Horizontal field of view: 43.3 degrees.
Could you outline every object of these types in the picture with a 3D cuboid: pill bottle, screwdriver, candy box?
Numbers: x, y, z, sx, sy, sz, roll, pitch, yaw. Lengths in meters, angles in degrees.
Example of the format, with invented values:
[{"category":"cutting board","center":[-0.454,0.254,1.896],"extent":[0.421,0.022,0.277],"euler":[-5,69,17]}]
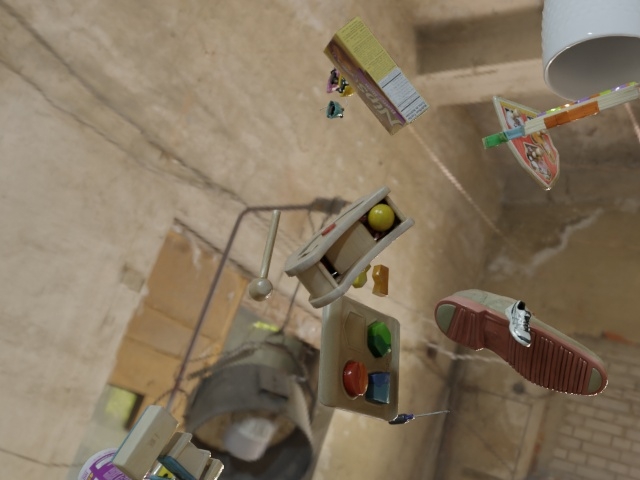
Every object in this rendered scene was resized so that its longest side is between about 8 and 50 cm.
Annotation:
[{"category":"pill bottle","center":[-0.469,0.641,1.975],"extent":[0.169,0.169,0.301],"euler":[32,-9,-37]},{"category":"screwdriver","center":[0.217,0.385,1.781],"extent":[0.170,0.025,0.024],"euler":[-23,-71,37]},{"category":"candy box","center":[0.089,-0.266,1.322],"extent":[0.186,0.053,0.109],"euler":[52,-10,-5]}]

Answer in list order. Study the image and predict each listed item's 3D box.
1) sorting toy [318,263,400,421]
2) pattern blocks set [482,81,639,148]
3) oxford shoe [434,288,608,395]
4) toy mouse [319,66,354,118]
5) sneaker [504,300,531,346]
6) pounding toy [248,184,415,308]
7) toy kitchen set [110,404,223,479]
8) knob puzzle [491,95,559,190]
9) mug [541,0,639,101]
[{"category":"sorting toy","center":[0.087,0.178,1.546],"extent":[0.041,0.307,0.229],"euler":[-12,-24,37]},{"category":"pattern blocks set","center":[0.405,-0.203,1.217],"extent":[0.325,0.026,0.285],"euler":[-18,3,20]},{"category":"oxford shoe","center":[0.447,0.196,1.741],"extent":[0.397,0.146,0.140],"euler":[28,-51,32]},{"category":"toy mouse","center":[0.037,-0.311,1.715],"extent":[0.031,0.161,0.143],"euler":[7,-28,-20]},{"category":"sneaker","center":[0.319,0.129,1.280],"extent":[0.032,0.083,0.037],"euler":[25,-57,-30]},{"category":"pounding toy","center":[0.000,0.000,1.248],"extent":[0.155,0.269,0.154],"euler":[52,-11,-8]},{"category":"toy kitchen set","center":[-0.306,0.407,1.476],"extent":[0.166,0.122,0.207],"euler":[-6,-49,44]},{"category":"knob puzzle","center":[0.424,-0.190,1.589],"extent":[0.213,0.213,0.030],"euler":[30,-43,-31]},{"category":"mug","center":[0.697,-0.523,1.961],"extent":[0.276,0.328,0.374],"euler":[-13,-29,35]}]
